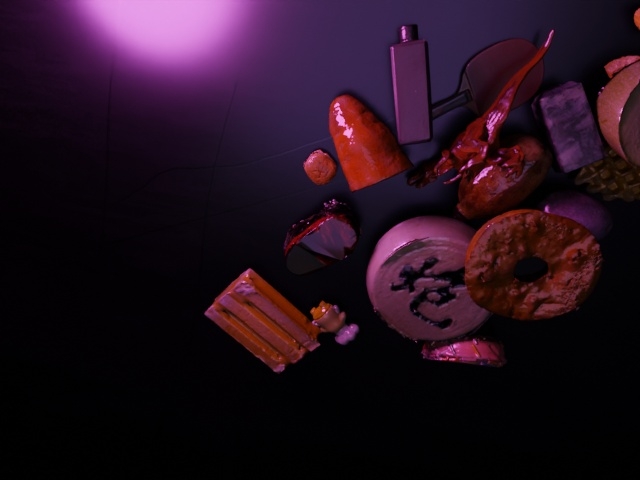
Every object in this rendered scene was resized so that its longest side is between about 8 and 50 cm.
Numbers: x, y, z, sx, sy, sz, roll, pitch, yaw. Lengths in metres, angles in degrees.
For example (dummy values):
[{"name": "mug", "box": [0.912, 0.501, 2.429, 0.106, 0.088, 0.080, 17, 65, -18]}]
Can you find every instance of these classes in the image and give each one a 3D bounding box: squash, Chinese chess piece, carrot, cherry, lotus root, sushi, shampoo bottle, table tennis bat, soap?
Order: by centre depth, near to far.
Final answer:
[{"name": "squash", "box": [0.672, -0.256, 0.811, 0.220, 0.133, 0.220, 5, 122, 8]}, {"name": "shampoo bottle", "box": [0.203, -0.341, 0.917, 0.079, 0.080, 0.246, -3, 108, 16]}, {"name": "table tennis bat", "box": [0.365, -0.343, 0.942, 0.274, 0.021, 0.154, -23, 115, 17]}, {"name": "carrot", "box": [0.098, -0.236, 0.979, 0.159, 0.159, 0.225, -27, 95, 19]}, {"name": "lotus root", "box": [0.418, -0.139, 0.979, 0.145, 0.128, 0.260, 42, 117, 0]}, {"name": "cherry", "box": [0.594, -0.039, 1.000, 0.176, 0.140, 0.176, 3, 97, 22]}, {"name": "Chinese chess piece", "box": [0.297, 0.106, 1.105, 0.349, 0.146, 0.349, 3, 116, 6]}, {"name": "sushi", "box": [0.000, 0.000, 1.109, 0.225, 0.126, 0.136, -35, 105, 16]}, {"name": "soap", "box": [-0.170, 0.250, 1.272, 0.315, 0.091, 0.199, 43, 113, -13]}]

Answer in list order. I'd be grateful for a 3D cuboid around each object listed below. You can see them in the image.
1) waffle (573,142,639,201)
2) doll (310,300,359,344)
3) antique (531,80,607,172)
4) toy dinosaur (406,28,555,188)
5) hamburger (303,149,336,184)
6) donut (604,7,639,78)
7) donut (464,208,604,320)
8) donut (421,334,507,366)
[{"name": "waffle", "box": [0.726, -0.204, 0.945, 0.261, 0.056, 0.250, 9, 119, 1]}, {"name": "doll", "box": [0.045, 0.253, 1.259, 0.162, 0.062, 0.106, 44, 118, -13]}, {"name": "antique", "box": [0.538, -0.249, 0.907, 0.086, 0.088, 0.183, -21, 95, 17]}, {"name": "toy dinosaur", "box": [0.366, -0.223, 0.894, 0.097, 0.208, 0.432, 30, 125, -28]}, {"name": "hamburger", "box": [0.000, -0.185, 1.058, 0.083, 0.044, 0.076, 38, 116, -14]}, {"name": "donut", "box": [0.684, -0.392, 0.847, 0.146, 0.078, 0.181, 15, 112, -1]}, {"name": "donut", "box": [0.457, 0.049, 0.924, 0.278, 0.108, 0.277, 3, 111, 7]}, {"name": "donut", "box": [0.413, 0.311, 1.185, 0.233, 0.199, 0.085, 5, 76, 3]}]
